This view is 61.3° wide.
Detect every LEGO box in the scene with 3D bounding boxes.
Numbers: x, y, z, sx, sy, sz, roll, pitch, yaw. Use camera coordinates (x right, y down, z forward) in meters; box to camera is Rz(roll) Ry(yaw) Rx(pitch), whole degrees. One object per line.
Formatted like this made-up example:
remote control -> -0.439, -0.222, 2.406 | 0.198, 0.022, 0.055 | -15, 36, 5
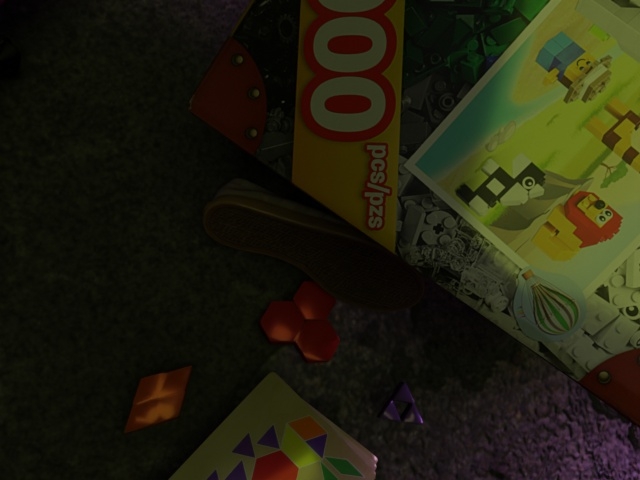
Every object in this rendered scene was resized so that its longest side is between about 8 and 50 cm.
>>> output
LEGO box -> 0.207, -0.189, 0.406 | 0.372, 0.193, 0.500 | 35, 96, 6

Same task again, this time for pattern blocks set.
pattern blocks set -> -0.048, 0.218, 0.467 | 0.325, 0.026, 0.285 | -35, 82, -23

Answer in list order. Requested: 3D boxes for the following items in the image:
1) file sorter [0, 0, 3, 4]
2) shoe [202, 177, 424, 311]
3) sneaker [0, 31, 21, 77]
file sorter -> -0.321, -0.326, 0.345 | 0.290, 0.182, 0.202 | 35, 80, 5
shoe -> 0.000, 0.000, 0.512 | 0.219, 0.058, 0.077 | 24, 123, -8
sneaker -> -0.288, -0.182, 0.451 | 0.084, 0.058, 0.152 | 17, 79, -17
